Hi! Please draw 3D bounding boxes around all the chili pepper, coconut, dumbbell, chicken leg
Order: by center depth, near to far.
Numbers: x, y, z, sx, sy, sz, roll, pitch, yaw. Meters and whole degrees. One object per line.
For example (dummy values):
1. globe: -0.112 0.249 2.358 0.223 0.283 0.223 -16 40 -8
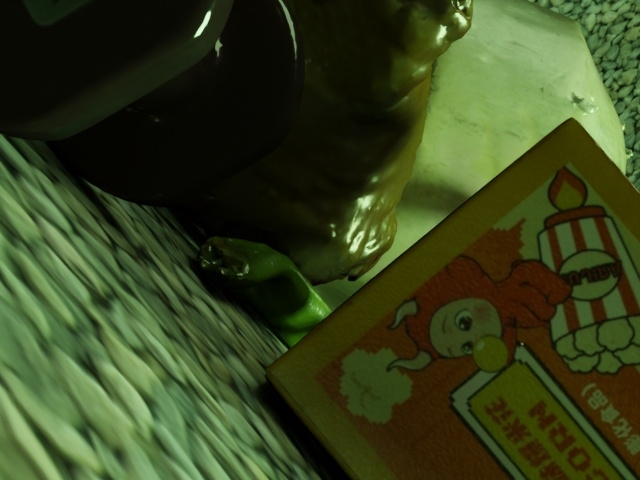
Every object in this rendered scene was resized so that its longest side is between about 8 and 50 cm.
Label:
1. dumbbell: -0.086 -0.094 0.557 0.124 0.140 0.225 60 4 9
2. chicken leg: -0.019 -0.117 0.836 0.295 0.409 0.182 10 53 -27
3. chili pepper: -0.030 0.036 0.856 0.051 0.050 0.201 3 -21 25
4. coconut: 0.086 -0.083 1.200 0.353 0.352 0.352 50 1 -2

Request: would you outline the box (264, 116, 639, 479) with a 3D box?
1. box: 0.141 0.113 0.734 0.283 0.214 0.259 49 4 5
